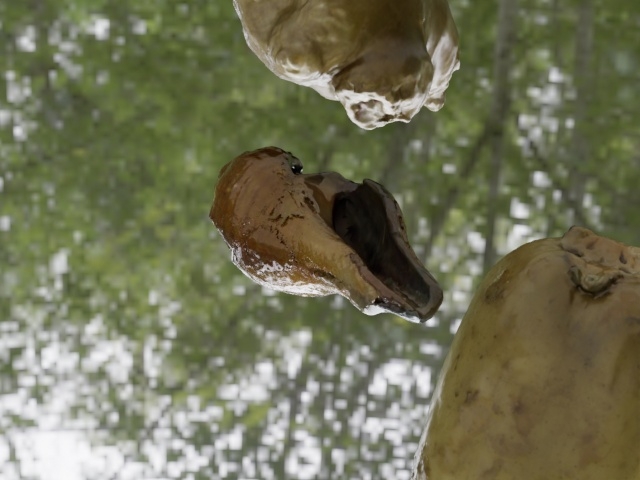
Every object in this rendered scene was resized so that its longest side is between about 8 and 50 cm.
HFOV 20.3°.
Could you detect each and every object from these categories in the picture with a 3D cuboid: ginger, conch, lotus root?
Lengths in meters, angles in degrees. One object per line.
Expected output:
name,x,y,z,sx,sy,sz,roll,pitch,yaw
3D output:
ginger,0.037,-0.168,1.360,0.270,0.123,0.219,28,-142,-40
conch,0.002,0.001,1.069,0.233,0.080,0.086,28,-122,36
lotus root,0.146,0.133,1.167,0.160,0.284,0.146,20,-176,36
